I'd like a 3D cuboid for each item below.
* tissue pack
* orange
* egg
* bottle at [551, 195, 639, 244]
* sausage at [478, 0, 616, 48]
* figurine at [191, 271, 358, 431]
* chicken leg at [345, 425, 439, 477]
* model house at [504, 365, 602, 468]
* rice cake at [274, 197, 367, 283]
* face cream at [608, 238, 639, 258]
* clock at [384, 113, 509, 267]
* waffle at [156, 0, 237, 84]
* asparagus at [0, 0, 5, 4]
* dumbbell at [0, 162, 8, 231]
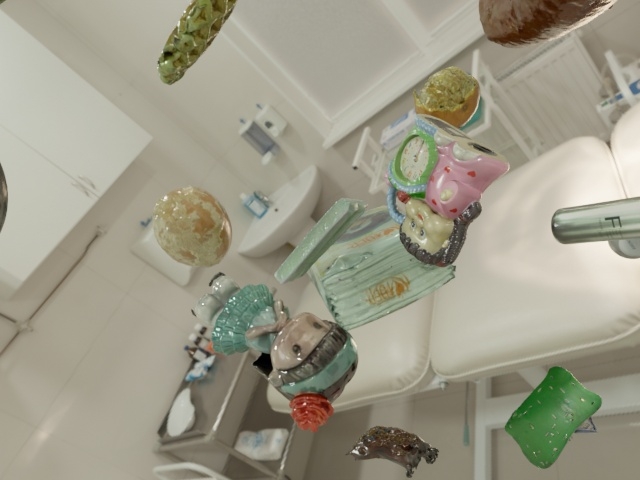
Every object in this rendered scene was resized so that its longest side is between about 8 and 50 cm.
[{"bbox_3d":[0.112,0.046,1.124,0.288,0.162,0.388,-26,13,-4],"label":"tissue pack"},{"bbox_3d":[0.286,-0.324,1.061,0.156,0.156,0.134,-51,46,-6],"label":"orange"},{"bbox_3d":[-0.324,-0.030,1.185,0.195,0.233,0.194,-18,47,20],"label":"egg"},{"bbox_3d":[0.579,-0.035,0.872,0.254,0.096,0.079,-11,27,52],"label":"bottle"},{"bbox_3d":[0.171,-0.205,0.296,0.076,0.103,0.302,-49,-7,6],"label":"sausage"},{"bbox_3d":[-0.066,0.141,0.628,0.246,0.110,0.138,26,61,23],"label":"figurine"},{"bbox_3d":[0.175,0.511,1.132,0.234,0.063,0.105,0,38,35],"label":"chicken leg"},{"bbox_3d":[0.436,0.328,0.831,0.167,0.088,0.117,-57,25,7],"label":"model house"},{"bbox_3d":[-0.001,0.001,0.894,0.221,0.042,0.080,-48,-17,24],"label":"rice cake"},{"bbox_3d":[0.710,-0.001,1.049,0.091,0.091,0.095,-37,-9,25],"label":"face cream"},{"bbox_3d":[0.177,-0.076,0.719,0.194,0.100,0.195,53,132,48],"label":"clock"},{"bbox_3d":[-0.183,-0.333,0.709,0.214,0.054,0.208,-53,25,6],"label":"waffle"},{"bbox_3d":[-0.479,-0.327,0.620,0.278,0.067,0.060,-37,13,0],"label":"asparagus"},{"bbox_3d":[-0.382,-0.035,0.305,0.185,0.185,0.388,-49,7,0],"label":"dumbbell"}]
